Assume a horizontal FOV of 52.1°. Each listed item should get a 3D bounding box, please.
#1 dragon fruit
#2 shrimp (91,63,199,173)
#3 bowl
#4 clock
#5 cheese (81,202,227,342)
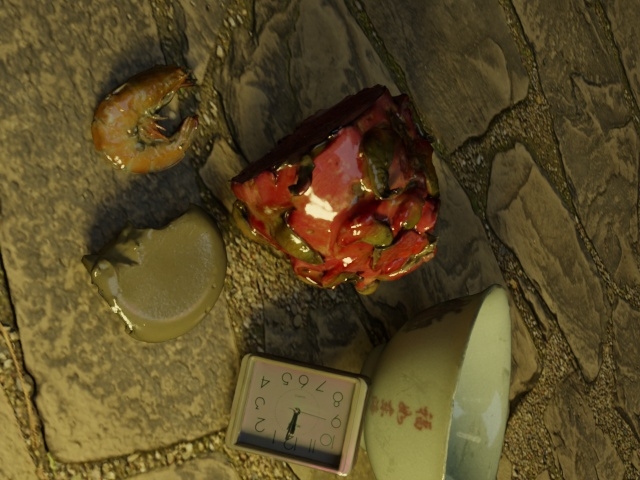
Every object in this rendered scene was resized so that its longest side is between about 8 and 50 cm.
[{"bbox_3d":[0.037,-0.043,0.956,0.263,0.296,0.314,58,45,-16],"label":"dragon fruit"},{"bbox_3d":[-0.236,-0.172,0.925,0.187,0.052,0.132,-47,127,-20],"label":"shrimp"},{"bbox_3d":[0.175,0.275,1.080,0.435,0.196,0.434,-21,113,-62],"label":"bowl"},{"bbox_3d":[-0.031,0.255,0.970,0.192,0.071,0.147,11,83,10],"label":"clock"},{"bbox_3d":[-0.212,0.038,0.903,0.202,0.091,0.175,-47,114,-30],"label":"cheese"}]
